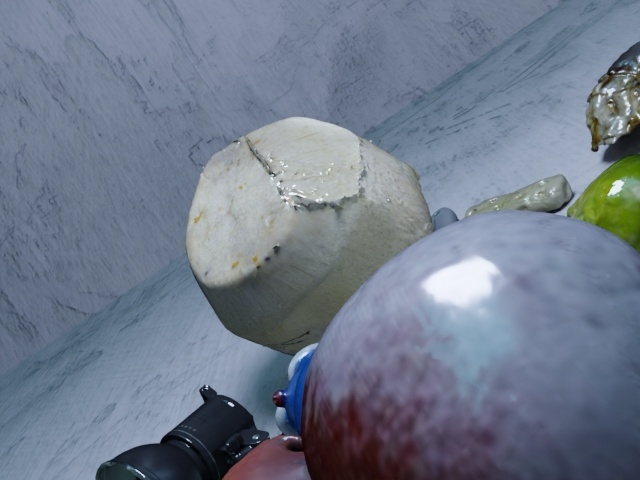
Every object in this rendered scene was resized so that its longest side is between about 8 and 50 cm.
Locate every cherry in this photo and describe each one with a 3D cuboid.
[{"bbox_3d":[0.157,0.130,0.759,0.326,0.291,0.335,-49,26,-22],"label":"cherry"}]

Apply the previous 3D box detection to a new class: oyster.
[{"bbox_3d":[0.539,-0.253,1.466,0.337,0.133,0.197,-34,20,22],"label":"oyster"}]

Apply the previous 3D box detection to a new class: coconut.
[{"bbox_3d":[0.000,0.000,1.448,0.346,0.360,0.346,-19,60,38],"label":"coconut"}]

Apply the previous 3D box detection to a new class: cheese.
[{"bbox_3d":[0.303,-0.053,1.524,0.194,0.043,0.065,-19,19,48],"label":"cheese"}]

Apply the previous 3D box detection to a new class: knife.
[{"bbox_3d":[0.194,0.013,1.574,0.073,0.040,0.265,-42,11,18],"label":"knife"}]

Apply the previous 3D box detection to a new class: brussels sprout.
[{"bbox_3d":[0.365,-0.033,1.147,0.155,0.118,0.155,-59,-3,-5],"label":"brussels sprout"}]

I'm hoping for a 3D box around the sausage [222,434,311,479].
[{"bbox_3d":[-0.021,0.287,0.852,0.152,0.152,0.279,-33,26,8],"label":"sausage"}]

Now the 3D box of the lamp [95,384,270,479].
[{"bbox_3d":[-0.161,0.290,1.302,0.172,0.147,0.227,-3,24,42],"label":"lamp"}]

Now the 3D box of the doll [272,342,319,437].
[{"bbox_3d":[0.035,0.187,1.102,0.161,0.215,0.257,6,-2,-17],"label":"doll"}]

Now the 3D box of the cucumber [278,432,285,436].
[{"bbox_3d":[-0.011,0.243,1.244,0.181,0.053,0.053,-38,14,-15],"label":"cucumber"}]
